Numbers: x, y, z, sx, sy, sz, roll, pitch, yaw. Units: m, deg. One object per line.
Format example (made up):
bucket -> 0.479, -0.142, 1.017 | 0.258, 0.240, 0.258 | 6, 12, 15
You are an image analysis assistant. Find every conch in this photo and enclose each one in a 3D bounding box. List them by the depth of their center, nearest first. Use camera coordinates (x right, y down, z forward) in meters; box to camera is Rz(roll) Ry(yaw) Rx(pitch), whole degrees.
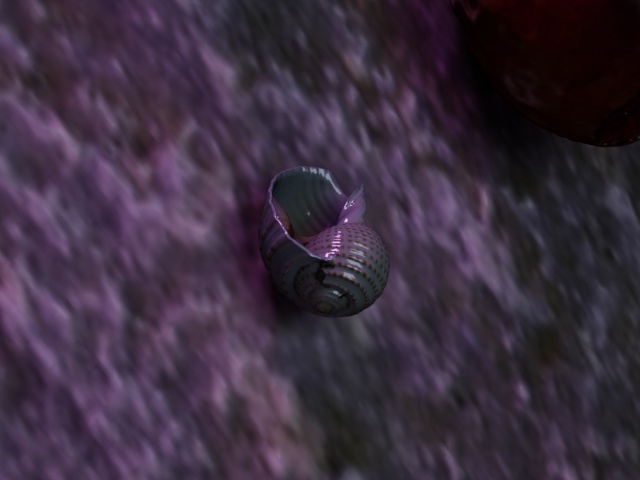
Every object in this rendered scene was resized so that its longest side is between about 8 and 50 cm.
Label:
conch -> -0.002, 0.004, 0.960 | 0.076, 0.056, 0.085 | 27, 26, -16

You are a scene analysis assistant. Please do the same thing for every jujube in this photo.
jujube -> 0.153, -0.176, 1.100 | 0.183, 0.183, 0.243 | 4, 64, -44
